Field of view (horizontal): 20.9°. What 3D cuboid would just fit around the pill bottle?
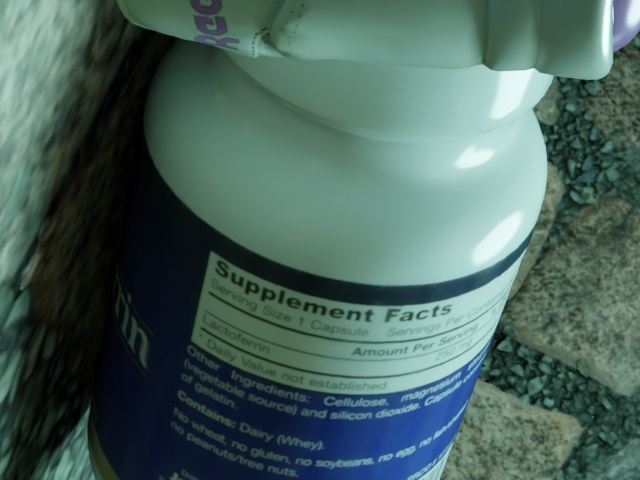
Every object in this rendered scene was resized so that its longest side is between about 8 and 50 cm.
[{"bbox_3d":[0.000,0.000,0.668,0.153,0.153,0.265,-58,168,-50],"label":"pill bottle"}]

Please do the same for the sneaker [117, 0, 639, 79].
[{"bbox_3d":[-0.001,-0.141,0.495,0.305,0.152,0.114,-97,-177,-60],"label":"sneaker"}]
